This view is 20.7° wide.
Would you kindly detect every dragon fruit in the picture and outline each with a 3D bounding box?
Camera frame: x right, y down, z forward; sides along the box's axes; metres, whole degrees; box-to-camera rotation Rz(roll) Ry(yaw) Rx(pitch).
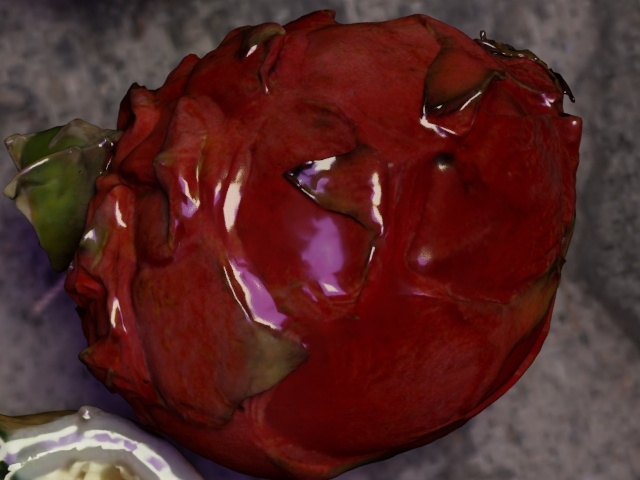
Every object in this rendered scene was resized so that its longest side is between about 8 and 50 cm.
[{"bbox_3d":[0.000,0.000,0.632,0.209,0.172,0.172,-13,84,-5],"label":"dragon fruit"}]

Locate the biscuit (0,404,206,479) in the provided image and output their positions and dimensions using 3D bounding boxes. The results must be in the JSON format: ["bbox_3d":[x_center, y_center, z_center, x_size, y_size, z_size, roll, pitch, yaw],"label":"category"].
[{"bbox_3d":[-0.192,0.148,0.642,0.343,0.057,0.287,-6,83,-9],"label":"biscuit"}]
